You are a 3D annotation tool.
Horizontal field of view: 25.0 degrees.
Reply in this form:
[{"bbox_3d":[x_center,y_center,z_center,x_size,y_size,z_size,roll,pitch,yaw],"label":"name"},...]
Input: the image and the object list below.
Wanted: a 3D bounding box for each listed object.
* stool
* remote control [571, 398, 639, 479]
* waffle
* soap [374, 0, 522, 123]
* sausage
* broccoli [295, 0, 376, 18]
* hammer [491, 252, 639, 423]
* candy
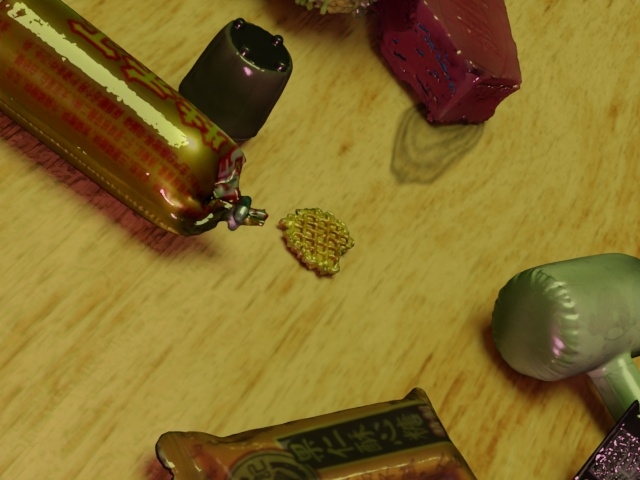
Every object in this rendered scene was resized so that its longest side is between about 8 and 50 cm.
[{"bbox_3d":[-0.084,-0.161,1.455,0.096,0.110,0.096,24,35,-19],"label":"stool"},{"bbox_3d":[0.412,0.312,1.304,0.399,0.144,0.062,39,13,19],"label":"remote control"},{"bbox_3d":[-0.001,-0.002,1.433,0.078,0.016,0.085,44,37,8],"label":"waffle"},{"bbox_3d":[0.154,-0.244,1.750,0.162,0.099,0.250,25,39,-28],"label":"soap"},{"bbox_3d":[-0.182,-0.104,1.310,0.317,0.117,0.125,37,31,0],"label":"sausage"},{"bbox_3d":[0.037,-0.378,1.662,0.235,0.288,0.260,57,35,-5],"label":"broccoli"},{"bbox_3d":[0.319,0.167,1.451,0.206,0.119,0.335,-11,64,-42],"label":"hammer"},{"bbox_3d":[0.005,0.195,1.170,0.271,0.101,0.143,-4,47,-34],"label":"candy"}]
